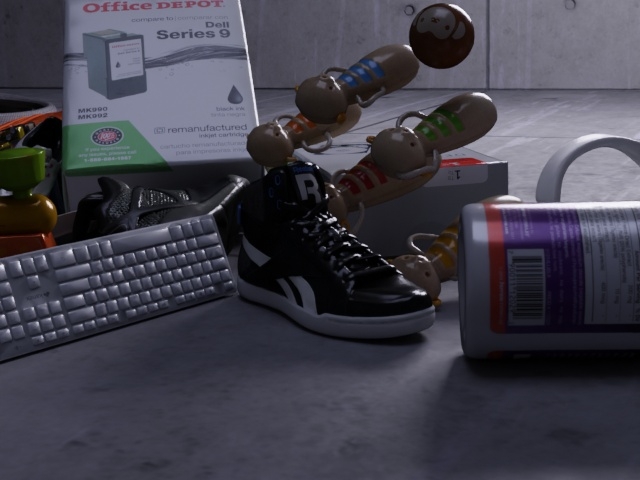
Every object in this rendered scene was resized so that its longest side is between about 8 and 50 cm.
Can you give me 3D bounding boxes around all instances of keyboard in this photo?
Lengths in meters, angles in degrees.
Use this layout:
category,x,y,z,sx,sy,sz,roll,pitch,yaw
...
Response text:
category,x,y,z,sx,sy,sz,roll,pitch,yaw
keyboard,-0.169,0.033,0.852,0.014,0.072,0.256,-14,1,43

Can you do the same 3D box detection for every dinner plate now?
category,x,y,z,sx,sy,sz,roll,pitch,yaw
dinner plate,-0.240,-0.008,1.088,0.141,0.017,0.141,-16,-10,-3

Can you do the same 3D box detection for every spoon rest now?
category,x,y,z,sx,sy,sz,roll,pitch,yaw
spoon rest,0.397,-0.089,1.308,0.276,0.084,0.137,-5,13,-12

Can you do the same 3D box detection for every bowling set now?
category,x,y,z,sx,sy,sz,roll,pitch,yaw
bowling set,0.046,-0.101,0.927,0.154,0.199,0.287,-30,47,-31

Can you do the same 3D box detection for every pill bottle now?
category,x,y,z,sx,sy,sz,roll,pitch,yaw
pill bottle,0.192,0.026,0.739,0.194,0.108,0.108,-1,12,4

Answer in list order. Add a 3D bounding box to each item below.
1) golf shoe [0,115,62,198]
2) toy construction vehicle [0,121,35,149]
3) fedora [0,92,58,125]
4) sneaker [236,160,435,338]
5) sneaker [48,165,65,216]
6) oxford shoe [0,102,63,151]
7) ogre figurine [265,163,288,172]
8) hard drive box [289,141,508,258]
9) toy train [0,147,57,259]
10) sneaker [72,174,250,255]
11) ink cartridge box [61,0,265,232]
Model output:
category,x,y,z,sx,sy,sz,roll,pitch,yaw
golf shoe,-0.317,-0.062,1.152,0.068,0.086,0.186,23,37,-15
toy construction vehicle,-0.386,-0.115,1.325,0.098,0.035,0.086,-17,10,17
fedora,-0.523,-0.150,1.622,0.276,0.124,0.244,7,15,10
sneaker,0.000,0.000,0.857,0.079,0.121,0.217,-13,16,-38
sneaker,-0.346,-0.059,1.264,0.164,0.086,0.226,-3,11,6
oxford shoe,-0.361,-0.103,1.435,0.364,0.132,0.130,-17,14,20
ogre figurine,-0.128,-0.121,1.510,0.197,0.096,0.118,21,12,35
hard drive box,0.075,-0.049,1.156,0.181,0.089,0.232,-5,13,-12
toy train,-0.237,-0.013,0.897,0.248,0.143,0.105,-4,13,-7
sneaker,-0.149,-0.025,1.039,0.130,0.087,0.227,20,22,13
ink cartridge box,-0.182,-0.148,1.229,0.211,0.121,0.289,-5,51,-8
